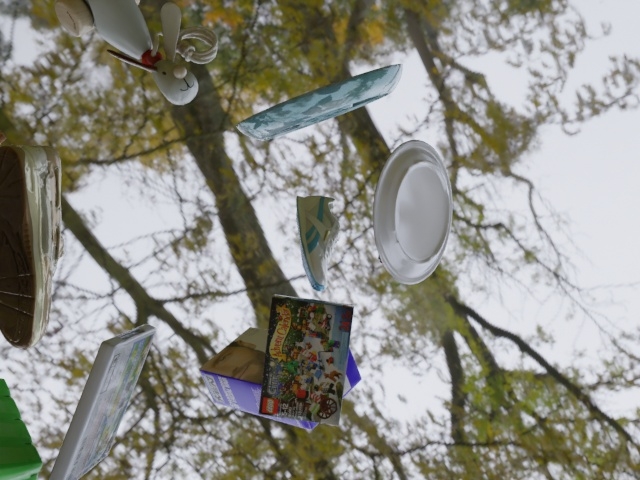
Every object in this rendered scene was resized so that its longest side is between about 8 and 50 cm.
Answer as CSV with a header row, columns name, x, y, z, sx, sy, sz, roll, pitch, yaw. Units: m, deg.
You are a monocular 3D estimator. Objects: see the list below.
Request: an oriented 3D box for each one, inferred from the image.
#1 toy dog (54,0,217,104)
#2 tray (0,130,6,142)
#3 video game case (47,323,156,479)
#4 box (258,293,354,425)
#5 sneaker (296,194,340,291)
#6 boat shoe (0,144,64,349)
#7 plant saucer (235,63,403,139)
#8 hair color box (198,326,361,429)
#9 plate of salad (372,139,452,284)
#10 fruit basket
name,x,y,z,sx,sy,sz,roll,pitch,yaw
toy dog,-0.369,-0.433,1.580,0.161,0.333,0.220,119,-3,-64
tray,-0.943,-0.201,1.964,0.410,0.076,0.203,5,-133,49
video game case,-0.468,0.353,1.723,0.300,0.036,0.329,-9,120,-85
box,-0.027,0.230,1.532,0.159,0.233,0.044,7,-175,3
sneaker,0.000,0.000,1.716,0.092,0.087,0.229,-5,-117,-5
boat shoe,-0.424,0.010,1.176,0.109,0.303,0.098,6,-170,29
plant saucer,0.004,-0.241,1.424,0.317,0.044,0.317,-21,-175,2
hair color box,-0.096,0.303,1.801,0.338,0.110,0.185,0,-151,46
plate of salad,0.124,-0.039,1.103,0.048,0.200,0.200,5,-134,39
fruit basket,-0.835,0.453,1.719,0.392,0.391,0.283,-111,-139,-59
